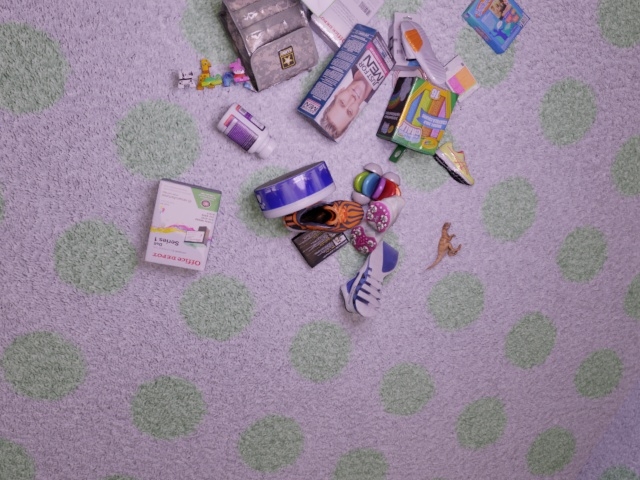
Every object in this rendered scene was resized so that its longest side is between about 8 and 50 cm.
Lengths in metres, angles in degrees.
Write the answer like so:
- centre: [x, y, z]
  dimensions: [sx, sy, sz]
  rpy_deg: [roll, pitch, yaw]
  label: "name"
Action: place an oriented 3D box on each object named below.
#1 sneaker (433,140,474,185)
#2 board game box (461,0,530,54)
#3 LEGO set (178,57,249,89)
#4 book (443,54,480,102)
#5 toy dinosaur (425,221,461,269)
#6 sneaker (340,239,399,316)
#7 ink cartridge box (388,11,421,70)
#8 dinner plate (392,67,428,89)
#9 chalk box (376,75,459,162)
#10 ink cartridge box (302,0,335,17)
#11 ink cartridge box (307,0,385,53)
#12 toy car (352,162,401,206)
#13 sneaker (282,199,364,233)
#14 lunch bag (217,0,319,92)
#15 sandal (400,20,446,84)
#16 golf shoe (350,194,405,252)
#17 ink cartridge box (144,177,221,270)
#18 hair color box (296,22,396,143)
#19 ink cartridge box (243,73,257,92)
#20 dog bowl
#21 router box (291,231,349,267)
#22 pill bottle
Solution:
- centre: [0.533, -0.297, 1.719]
  dimensions: [0.208, 0.081, 0.094]
  rpy_deg: [42, 88, -17]
  label: "sneaker"
- centre: [0.648, -0.826, 1.649]
  dimensions: [0.210, 0.047, 0.160]
  rpy_deg: [37, 92, -18]
  label: "board game box"
- centre: [-0.352, -0.552, 1.461]
  dimensions: [0.227, 0.087, 0.093]
  rpy_deg: [-9, 101, -5]
  label: "LEGO set"
- centre: [0.518, -0.605, 1.675]
  dimensions: [0.096, 0.035, 0.144]
  rpy_deg: [-40, 107, 1]
  label: "book"
- centre: [0.500, 0.033, 1.802]
  dimensions: [0.112, 0.064, 0.211]
  rpy_deg: [16, 89, 2]
  label: "toy dinosaur"
- centre: [0.165, 0.150, 1.710]
  dimensions: [0.127, 0.182, 0.315]
  rpy_deg: [38, 62, -19]
  label: "sneaker"
- centre: [0.298, -0.701, 1.581]
  dimensions: [0.104, 0.060, 0.180]
  rpy_deg: [-1, 93, -12]
  label: "ink cartridge box"
- centre: [0.330, -0.588, 1.643]
  dimensions: [0.141, 0.017, 0.141]
  rpy_deg: [-3, 103, -12]
  label: "dinner plate"
- centre: [0.328, -0.411, 1.590]
  dimensions: [0.179, 0.180, 0.289]
  rpy_deg: [16, 105, -16]
  label: "chalk box"
- centre: [-0.034, -0.846, 1.367]
  dimensions: [0.207, 0.353, 0.119]
  rpy_deg: [37, 122, -27]
  label: "ink cartridge box"
- centre: [0.081, -0.769, 1.506]
  dimensions: [0.160, 0.092, 0.219]
  rpy_deg: [40, 91, -19]
  label: "ink cartridge box"
- centre: [0.214, -0.189, 1.638]
  dimensions: [0.182, 0.136, 0.159]
  rpy_deg: [24, 96, -17]
  label: "toy car"
- centre: [0.045, -0.078, 1.543]
  dimensions: [0.321, 0.180, 0.124]
  rpy_deg: [-10, 95, -28]
  label: "sneaker"
- centre: [-0.158, -0.650, 1.432]
  dimensions: [0.235, 0.169, 0.287]
  rpy_deg: [-30, 106, -13]
  label: "lunch bag"
- centre: [0.328, -0.621, 1.507]
  dimensions: [0.102, 0.076, 0.265]
  rpy_deg: [-16, 77, -31]
  label: "sandal"
- centre: [0.210, -0.056, 1.617]
  dimensions: [0.140, 0.306, 0.115]
  rpy_deg: [-34, 79, -32]
  label: "golf shoe"
- centre: [-0.465, -0.052, 1.521]
  dimensions: [0.201, 0.117, 0.278]
  rpy_deg: [12, 99, -15]
  label: "ink cartridge box"
- centre: [0.092, -0.524, 1.509]
  dimensions: [0.347, 0.105, 0.174]
  rpy_deg: [-54, 145, 5]
  label: "hair color box"
- centre: [-0.224, -0.552, 1.516]
  dimensions: [0.048, 0.028, 0.083]
  rpy_deg: [20, 96, -16]
  label: "ink cartridge box"
- centre: [-0.086, -0.173, 1.506]
  dimensions: [0.265, 0.265, 0.104]
  rpy_deg: [-24, 104, -7]
  label: "dog bowl"
- centre: [0.000, 0.000, 1.676]
  dimensions: [0.179, 0.046, 0.133]
  rpy_deg: [-35, 106, -5]
  label: "router box"
- centre: [-0.244, -0.364, 1.510]
  dimensions: [0.193, 0.108, 0.108]
  rpy_deg: [38, 92, -17]
  label: "pill bottle"
